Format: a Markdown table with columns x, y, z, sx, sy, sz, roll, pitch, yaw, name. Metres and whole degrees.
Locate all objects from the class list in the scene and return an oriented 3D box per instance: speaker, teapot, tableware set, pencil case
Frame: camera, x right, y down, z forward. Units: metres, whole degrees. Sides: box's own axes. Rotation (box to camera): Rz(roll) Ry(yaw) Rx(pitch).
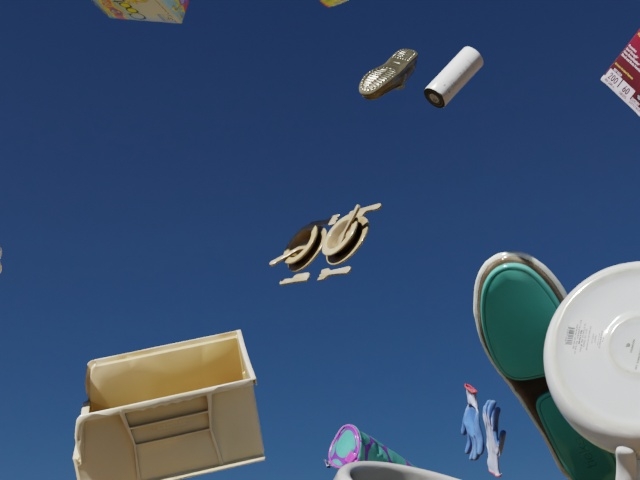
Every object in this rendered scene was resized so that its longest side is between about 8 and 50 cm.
| x | y | z | sx | sy | sz | roll | pitch | yaw | name |
| --- | --- | --- | --- | --- | --- | --- | --- | --- | --- |
| 0.273 | -0.334 | 2.267 | 0.055 | 0.136 | 0.055 | 36 | -21 | 16 | speaker |
| 0.397 | 0.163 | 1.342 | 0.256 | 0.252 | 0.187 | -34 | -35 | 3 | teapot |
| 0.000 | 0.000 | 1.693 | 0.039 | 0.128 | 0.194 | 39 | -28 | -24 | tableware set |
| 0.078 | 0.312 | 1.513 | 0.064 | 0.070 | 0.152 | -42 | -57 | 18 | pencil case |

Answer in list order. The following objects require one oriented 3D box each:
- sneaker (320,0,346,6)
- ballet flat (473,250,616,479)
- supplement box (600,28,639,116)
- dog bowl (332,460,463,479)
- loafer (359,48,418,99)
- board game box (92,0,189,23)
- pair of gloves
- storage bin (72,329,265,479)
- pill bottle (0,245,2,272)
| x | y | z | sx | sy | sz | roll | pitch | yaw | name |
| --- | --- | --- | --- | --- | --- | --- | --- | --- | --- |
| 0.009 | -0.381 | 1.373 | 0.081 | 0.208 | 0.094 | 13 | -32 | -40 | sneaker |
| 0.321 | 0.166 | 1.539 | 0.139 | 0.139 | 0.400 | -16 | -67 | 32 | ballet flat |
| 0.681 | -0.369 | 2.187 | 0.073 | 0.130 | 0.239 | 4 | -51 | -46 | supplement box |
| 0.155 | 0.363 | 1.330 | 0.349 | 0.102 | 0.349 | 16 | 1 | 0 | dog bowl |
| 0.124 | -0.283 | 1.948 | 0.056 | 0.148 | 0.050 | 23 | -40 | 37 | loafer |
| -0.263 | -0.494 | 1.717 | 0.142 | 0.275 | 0.144 | 10 | -14 | 25 | board game box |
| 0.323 | 0.380 | 2.218 | 0.023 | 0.159 | 0.198 | -7 | 11 | -14 | pair of gloves |
| -0.223 | 0.244 | 1.612 | 0.260 | 0.123 | 0.262 | -11 | 12 | -7 | storage bin |
| -0.518 | 0.005 | 1.669 | 0.067 | 0.120 | 0.067 | -19 | -40 | -17 | pill bottle |
